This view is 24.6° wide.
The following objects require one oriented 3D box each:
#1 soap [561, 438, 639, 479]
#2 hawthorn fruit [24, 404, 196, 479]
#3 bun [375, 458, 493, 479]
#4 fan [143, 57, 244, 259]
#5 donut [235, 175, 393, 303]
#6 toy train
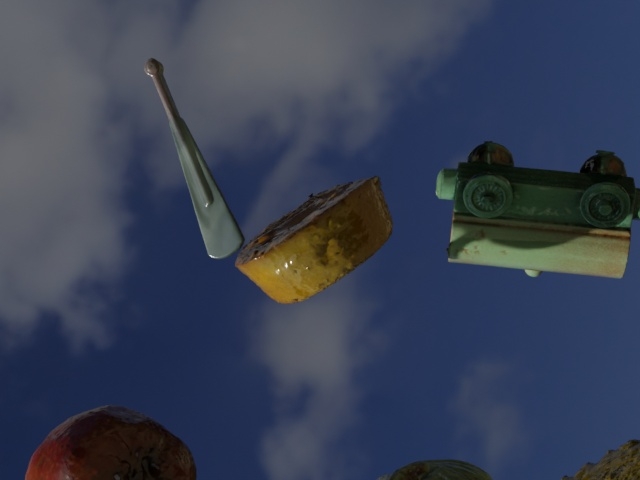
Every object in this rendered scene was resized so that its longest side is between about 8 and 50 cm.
[{"bbox_3d":[0.336,0.263,1.596,0.169,0.339,0.304,-72,-15,-70],"label":"soap"},{"bbox_3d":[-0.259,0.305,1.739,0.205,0.253,0.205,13,-118,-26],"label":"hawthorn fruit"},{"bbox_3d":[0.120,0.330,1.755,0.195,0.195,0.118,-45,-65,-45],"label":"bun"},{"bbox_3d":[-0.174,-0.107,1.916,0.023,0.057,0.282,-6,-110,-64],"label":"fan"},{"bbox_3d":[0.000,0.000,2.281,0.108,0.278,0.277,55,-137,-9],"label":"donut"},{"bbox_3d":[0.294,-0.029,1.962,0.116,0.286,0.177,-80,-6,-59],"label":"toy train"}]
